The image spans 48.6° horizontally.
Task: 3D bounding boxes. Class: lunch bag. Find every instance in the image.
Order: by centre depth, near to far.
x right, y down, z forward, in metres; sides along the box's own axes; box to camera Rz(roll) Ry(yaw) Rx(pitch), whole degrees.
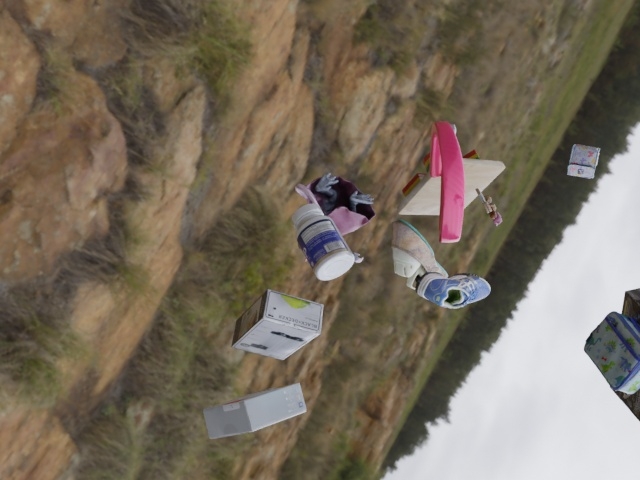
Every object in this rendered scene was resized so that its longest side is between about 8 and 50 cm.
[{"bbox_3d":[0.704,-0.210,1.898,0.053,0.071,0.083,-35,136,-58],"label":"lunch bag"},{"bbox_3d":[0.900,0.329,2.116,0.176,0.090,0.219,-59,-155,27],"label":"lunch bag"}]

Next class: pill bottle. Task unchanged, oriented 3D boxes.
[{"bbox_3d":[0.000,0.000,1.847,0.112,0.187,0.112,-22,150,-13],"label":"pill bottle"}]

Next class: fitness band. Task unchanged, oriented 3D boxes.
[{"bbox_3d":[0.273,-0.122,1.518,0.291,0.054,0.209,78,8,-55],"label":"fitness band"}]

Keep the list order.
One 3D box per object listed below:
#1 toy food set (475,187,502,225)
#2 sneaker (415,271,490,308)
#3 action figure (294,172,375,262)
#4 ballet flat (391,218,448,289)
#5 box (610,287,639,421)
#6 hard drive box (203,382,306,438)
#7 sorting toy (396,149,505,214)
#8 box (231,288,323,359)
[{"bbox_3d":[0.380,-0.072,1.579,0.019,0.078,0.122,-28,160,16],"label":"toy food set"},{"bbox_3d":[0.311,0.122,1.602,0.211,0.081,0.080,1,118,-35],"label":"sneaker"},{"bbox_3d":[0.014,-0.030,2.297,0.275,0.248,0.370,-23,157,-42],"label":"action figure"},{"bbox_3d":[0.255,0.067,1.881,0.106,0.107,0.316,-55,135,-11],"label":"ballet flat"},{"bbox_3d":[1.025,0.389,2.154,0.318,0.097,0.395,-119,-159,-59],"label":"box"},{"bbox_3d":[-0.186,0.487,2.034,0.181,0.089,0.232,-21,171,37],"label":"hard drive box"},{"bbox_3d":[0.392,-0.189,2.208,0.257,0.089,0.255,0,146,-33],"label":"sorting toy"},{"bbox_3d":[-0.123,0.240,1.968,0.290,0.169,0.087,134,-31,-58],"label":"box"}]
